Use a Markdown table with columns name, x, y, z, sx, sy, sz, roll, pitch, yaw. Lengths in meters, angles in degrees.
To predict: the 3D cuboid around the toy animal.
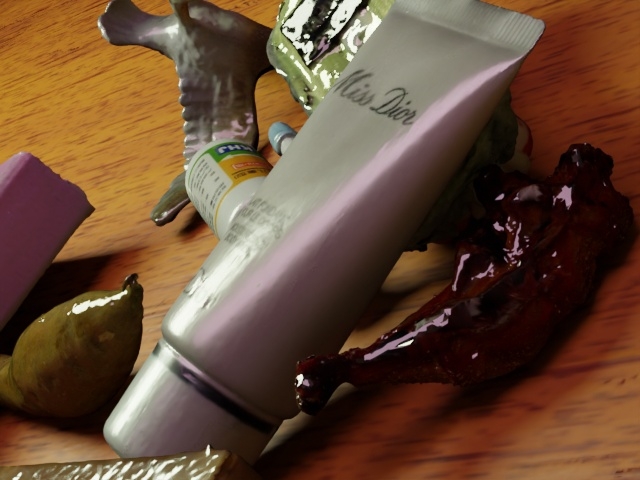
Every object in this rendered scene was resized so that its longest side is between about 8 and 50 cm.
| name | x | y | z | sx | sy | sz | roll | pitch | yaw |
| --- | --- | --- | --- | --- | --- | --- | --- | --- | --- |
| toy animal | -0.065 | -0.143 | 1.147 | 0.197 | 0.160 | 0.272 | -20 | 38 | 28 |

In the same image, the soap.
| name | x | y | z | sx | sy | sz | roll | pitch | yaw |
| --- | --- | --- | --- | --- | --- | --- | --- | --- | --- |
| soap | -0.300 | 0.063 | 1.120 | 0.181 | 0.081 | 0.259 | -26 | 26 | 50 |

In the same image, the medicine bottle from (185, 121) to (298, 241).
| name | x | y | z | sx | sy | sz | roll | pitch | yaw |
| --- | --- | --- | --- | --- | --- | --- | --- | --- | --- |
| medicine bottle | -0.030 | -0.023 | 0.964 | 0.092 | 0.061 | 0.221 | -69 | 24 | 13 |

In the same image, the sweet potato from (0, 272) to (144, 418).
| name | x | y | z | sx | sy | sz | roll | pitch | yaw |
| --- | --- | --- | --- | --- | --- | --- | --- | --- | --- |
| sweet potato | -0.176 | 0.086 | 0.980 | 0.269 | 0.075 | 0.075 | -27 | 24 | 53 |

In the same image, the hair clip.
| name | x | y | z | sx | sy | sz | roll | pitch | yaw |
| --- | --- | --- | --- | --- | --- | --- | --- | --- | --- |
| hair clip | 0.057 | -0.097 | 0.950 | 0.138 | 0.091 | 0.321 | -56 | 29 | 22 |

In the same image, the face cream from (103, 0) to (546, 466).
| name | x | y | z | sx | sy | sz | roll | pitch | yaw |
| --- | --- | --- | --- | --- | --- | --- | --- | --- | --- |
| face cream | 0.000 | 0.000 | 0.806 | 0.314 | 0.089 | 0.143 | -55 | 31 | -3 |

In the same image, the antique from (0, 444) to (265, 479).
| name | x | y | z | sx | sy | sz | roll | pitch | yaw |
| --- | --- | --- | --- | --- | --- | --- | --- | --- | --- |
| antique | -0.141 | 0.174 | 0.766 | 0.310 | 0.093 | 0.087 | -11 | 37 | 42 |

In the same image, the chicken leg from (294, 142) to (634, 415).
| name | x | y | z | sx | sy | sz | roll | pitch | yaw |
| --- | --- | --- | --- | --- | --- | --- | --- | --- | --- |
| chicken leg | 0.083 | 0.026 | 0.758 | 0.089 | 0.048 | 0.219 | 35 | 69 | 24 |
